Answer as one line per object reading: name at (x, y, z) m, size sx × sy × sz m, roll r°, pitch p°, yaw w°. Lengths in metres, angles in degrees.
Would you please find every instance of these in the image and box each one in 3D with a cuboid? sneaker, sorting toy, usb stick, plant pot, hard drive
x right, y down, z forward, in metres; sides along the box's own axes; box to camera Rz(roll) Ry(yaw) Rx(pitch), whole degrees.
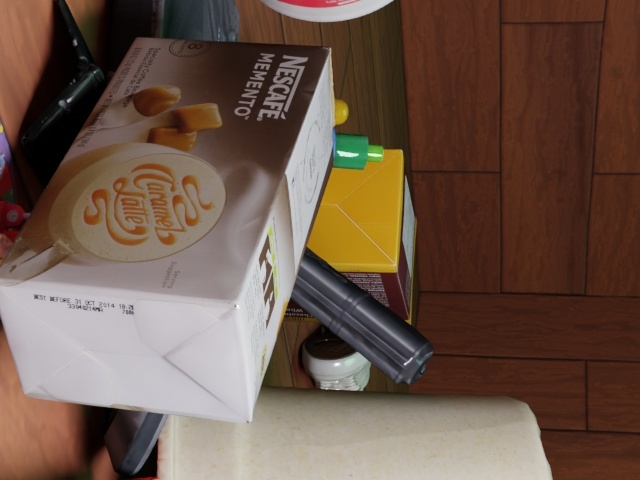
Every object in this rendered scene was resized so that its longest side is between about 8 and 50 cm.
sneaker at (0.036, 0.197, 1.829) m, size 0.290 × 0.105 × 0.123 m, roll -24°, pitch 112°, yaw -81°
sorting toy at (-0.014, -0.107, 1.121) m, size 0.365 × 0.126 × 0.127 m, roll -124°, pitch -140°, yaw -74°
usb stick at (-0.021, 0.027, 1.051) m, size 0.045 × 0.278 × 0.077 m, roll -54°, pitch 169°, yaw 9°
plant pot at (0.036, 0.256, 1.047) m, size 0.334 × 0.305 × 0.334 m, roll 175°, pitch -90°, yaw -89°
hard drive at (-0.117, -0.160, 1.016) m, size 0.255 × 0.054 × 0.172 m, roll 52°, pitch 40°, yaw -77°

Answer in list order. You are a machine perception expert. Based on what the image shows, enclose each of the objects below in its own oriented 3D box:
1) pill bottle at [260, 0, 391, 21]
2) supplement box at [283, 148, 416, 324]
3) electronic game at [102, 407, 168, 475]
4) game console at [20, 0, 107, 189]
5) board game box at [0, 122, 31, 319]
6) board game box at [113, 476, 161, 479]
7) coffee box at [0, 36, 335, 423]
pill bottle at (-0.019, -0.367, 1.056) m, size 0.408 × 0.229 × 0.229 m, roll 55°, pitch 37°, yaw -74°
supplement box at (0.000, 0.000, 1.325) m, size 0.194 × 0.191 × 0.129 m, roll 68°, pitch 25°, yaw -66°
electronic game at (-0.104, 0.062, 0.899) m, size 0.229 × 0.048 × 0.229 m, roll -158°, pitch -90°, yaw -81°
game console at (-0.170, -0.082, 0.836) m, size 0.107 × 0.071 × 0.122 m, roll -53°, pitch 156°, yaw -19°
board game box at (-0.187, -0.009, 0.675) m, size 0.169 × 0.033 × 0.133 m, roll -45°, pitch 136°, yaw -77°
board game box at (-0.145, 0.315, 0.739) m, size 0.242 × 0.064 × 0.317 m, roll 26°, pitch 58°, yaw -80°
coffee box at (-0.081, -0.017, 0.749) m, size 0.246 × 0.141 × 0.098 m, roll -71°, pitch 163°, yaw -47°
